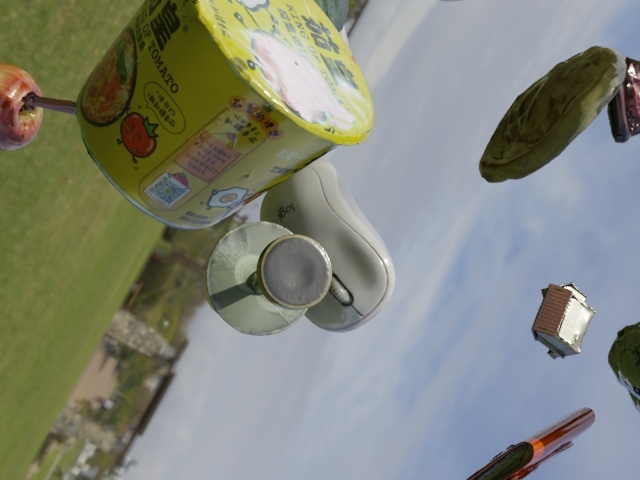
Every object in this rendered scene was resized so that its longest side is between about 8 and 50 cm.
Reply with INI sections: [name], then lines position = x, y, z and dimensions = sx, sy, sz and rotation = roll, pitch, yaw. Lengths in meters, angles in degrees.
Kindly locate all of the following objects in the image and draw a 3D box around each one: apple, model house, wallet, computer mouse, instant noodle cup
[apple]
position = -0.523, -0.215, 1.635
dimensions = 0.146, 0.130, 0.146
rotation = 13, 90, -71
[model house]
position = 0.252, 0.076, 1.072
dimensions = 0.083, 0.058, 0.057
rotation = -63, -164, -23
[wallet]
position = 0.295, 0.302, 1.418
dimensions = 0.204, 0.045, 0.142
rotation = -10, 150, -52
[computer mouse]
position = 0.000, 0.000, 1.629
dimensions = 0.184, 0.297, 0.121
rotation = -33, 154, 22
[instant noodle cup]
position = -0.130, -0.182, 1.253
dimensions = 0.254, 0.325, 0.326
rotation = -37, -163, 27

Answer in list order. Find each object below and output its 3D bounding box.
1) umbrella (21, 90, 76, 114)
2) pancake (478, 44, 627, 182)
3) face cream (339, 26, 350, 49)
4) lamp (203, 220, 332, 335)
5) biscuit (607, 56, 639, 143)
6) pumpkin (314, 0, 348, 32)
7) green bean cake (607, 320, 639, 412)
[umbrella]
position = -0.316, -0.176, 1.354
dimensions = 0.027, 0.165, 0.025
rotation = 166, -67, -75
[pancake]
position = 0.288, -0.166, 1.300
dimensions = 0.242, 0.050, 0.242
rotation = -45, -168, 12
[face cream]
position = 0.011, -0.400, 1.926
dimensions = 0.154, 0.096, 0.274
rotation = -105, -170, -59
[lamp]
position = -0.056, 0.037, 1.041
dimensions = 0.121, 0.121, 0.214
rotation = -63, -167, -16
[biscuit]
position = 0.564, -0.247, 1.681
dimensions = 0.063, 0.235, 0.151
rotation = -163, -118, -67
[pumpkin]
position = -0.058, -0.412, 1.687
dimensions = 0.196, 0.263, 0.293
rotation = -16, -162, 25
[green bean cake]
position = 0.592, 0.197, 1.359
dimensions = 0.300, 0.308, 0.169
rotation = -34, -168, 3
